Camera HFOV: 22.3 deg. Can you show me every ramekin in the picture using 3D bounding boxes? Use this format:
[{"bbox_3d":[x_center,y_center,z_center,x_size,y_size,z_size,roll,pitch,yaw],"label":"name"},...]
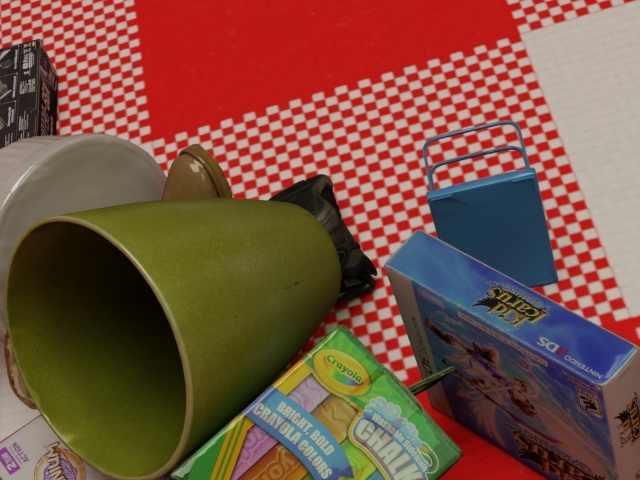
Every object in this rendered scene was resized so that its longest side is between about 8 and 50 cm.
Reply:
[{"bbox_3d":[-0.305,0.002,1.873,0.127,0.273,0.273,17,56,44],"label":"ramekin"}]

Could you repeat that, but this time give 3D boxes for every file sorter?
[{"bbox_3d":[0.185,-0.034,1.802,0.118,0.170,0.104,-13,44,6],"label":"file sorter"}]

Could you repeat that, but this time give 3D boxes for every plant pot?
[{"bbox_3d":[-0.123,0.067,1.671,0.275,0.274,0.293,27,34,35],"label":"plant pot"}]

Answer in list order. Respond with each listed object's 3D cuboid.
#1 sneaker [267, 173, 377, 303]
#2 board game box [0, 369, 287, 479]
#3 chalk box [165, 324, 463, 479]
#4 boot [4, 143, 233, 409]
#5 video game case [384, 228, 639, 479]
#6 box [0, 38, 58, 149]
[{"bbox_3d":[0.000,0.000,1.900,0.087,0.130,0.227,-26,19,0],"label":"sneaker"},{"bbox_3d":[-0.174,0.227,1.753,0.316,0.064,0.242,-34,48,-14],"label":"board game box"},{"bbox_3d":[0.008,0.210,1.590,0.289,0.180,0.179,-41,84,-19],"label":"chalk box"},{"bbox_3d":[-0.220,0.042,1.788,0.269,0.236,0.089,-29,48,-34],"label":"boot"},{"bbox_3d":[0.199,0.137,1.589,0.269,0.244,0.061,30,65,37],"label":"video game case"},{"bbox_3d":[-0.477,-0.120,2.159,0.243,0.076,0.307,-14,46,6],"label":"box"}]
